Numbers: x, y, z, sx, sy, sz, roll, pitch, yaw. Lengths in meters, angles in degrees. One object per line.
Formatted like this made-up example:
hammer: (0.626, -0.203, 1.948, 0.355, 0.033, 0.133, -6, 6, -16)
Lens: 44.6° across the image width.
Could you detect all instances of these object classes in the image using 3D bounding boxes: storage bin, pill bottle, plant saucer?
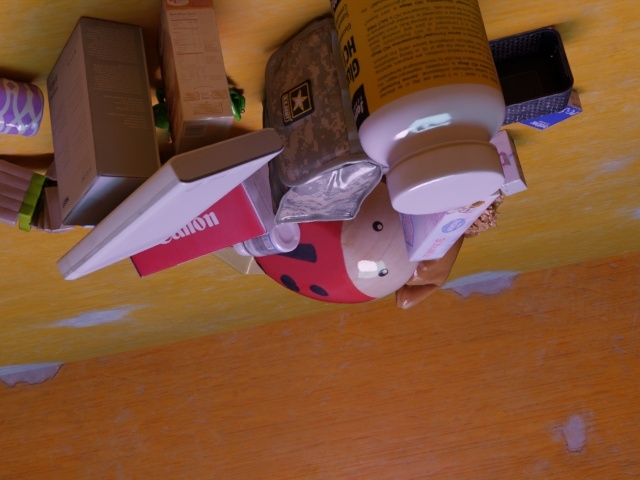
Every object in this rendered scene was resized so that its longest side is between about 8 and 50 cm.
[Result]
storage bin: (0.322, -0.270, 1.319, 0.180, 0.122, 0.084, -13, 164, 8)
pill bottle: (-0.113, -0.008, 1.580, 0.078, 0.078, 0.137, 5, 170, -44)
plant saucer: (-0.093, 0.017, 2.044, 0.332, 0.081, 0.333, -2, 167, 11)
pill bottle: (0.126, -0.213, 0.999, 0.187, 0.334, 0.188, -10, 164, -3)

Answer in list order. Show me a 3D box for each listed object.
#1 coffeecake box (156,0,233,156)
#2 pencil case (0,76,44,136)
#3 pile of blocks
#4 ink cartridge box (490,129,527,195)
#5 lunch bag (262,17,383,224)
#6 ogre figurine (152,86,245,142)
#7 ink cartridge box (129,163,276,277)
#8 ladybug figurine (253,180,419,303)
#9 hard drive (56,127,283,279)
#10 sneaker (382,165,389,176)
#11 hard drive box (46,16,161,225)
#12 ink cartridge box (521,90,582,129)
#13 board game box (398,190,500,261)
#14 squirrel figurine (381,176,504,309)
coffeecake box: (-0.174, -0.217, 1.058, 0.068, 0.186, 0.142, -7, 163, -17)
pencil case: (-0.499, -0.198, 1.102, 0.206, 0.086, 0.088, 7, -169, -43)
pile of blocks: (-0.454, -0.073, 1.442, 0.362, 0.149, 0.112, -5, 163, -22)
ink cartridge box: (0.411, -0.170, 1.724, 0.052, 0.123, 0.088, -17, 163, 22)
lunch bag: (0.000, -0.177, 1.218, 0.168, 0.235, 0.287, -4, 163, -13)
ogre figurine: (-0.199, -0.208, 1.241, 0.118, 0.197, 0.097, -5, 121, 15)
ink cartridge box: (-0.227, -0.048, 1.493, 0.309, 0.130, 0.272, -19, -164, 27)
ladybug figurine: (0.000, 0.000, 1.650, 0.449, 0.305, 0.162, 0, -162, 44)
hard drive: (-0.212, -0.048, 1.084, 0.307, 0.040, 0.203, -31, 178, 40)
sneaker: (0.172, -0.196, 1.568, 0.271, 0.100, 0.108, -4, 131, -1)
hard drive box: (-0.307, -0.158, 1.090, 0.089, 0.232, 0.181, 0, 161, -34)
ink cartridge box: (0.416, -0.270, 1.522, 0.207, 0.046, 0.097, 5, 159, -44)
board game box: (0.171, -0.161, 1.242, 0.065, 0.318, 0.319, -8, 163, -8)
squirrel figurine: (0.219, -0.067, 1.824, 0.396, 0.281, 0.370, -29, 150, 10)
